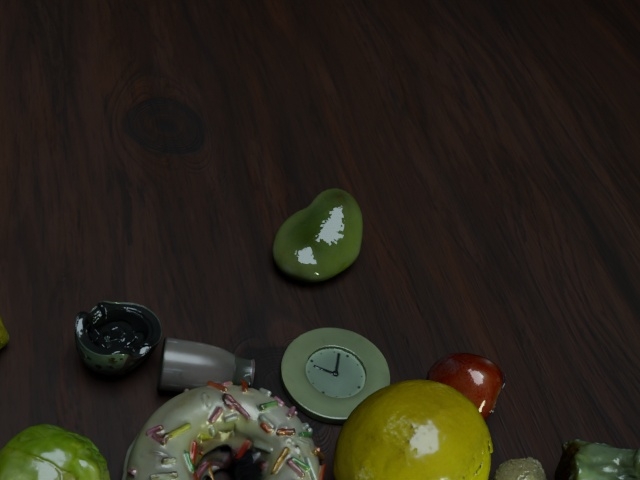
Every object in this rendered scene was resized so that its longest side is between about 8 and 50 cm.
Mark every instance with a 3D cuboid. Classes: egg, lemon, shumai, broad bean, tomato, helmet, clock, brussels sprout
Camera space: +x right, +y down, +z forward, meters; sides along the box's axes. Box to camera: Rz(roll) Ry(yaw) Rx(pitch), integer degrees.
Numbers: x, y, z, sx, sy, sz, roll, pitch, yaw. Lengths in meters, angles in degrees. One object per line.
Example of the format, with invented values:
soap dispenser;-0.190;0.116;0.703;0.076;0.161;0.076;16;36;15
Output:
egg;0.386;0.479;1.707;0.118;0.140;0.116;-38;79;7
lemon;0.171;0.397;1.617;0.297;0.297;0.297;8;45;-8
shumai;0.597;0.488;1.641;0.323;0.397;0.324;5;68;20
broad bean;0.000;0.000;2.086;0.189;0.121;0.263;36;63;12
tomato;0.296;0.302;1.832;0.167;0.167;0.167;8;45;-8
helmet;-0.409;0.206;1.762;0.153;0.107;0.177;35;28;22
clock;0.031;0.284;1.866;0.235;0.029;0.235;7;46;-7
brussels sprout;-0.466;0.418;1.494;0.223;0.161;0.223;3;45;-3

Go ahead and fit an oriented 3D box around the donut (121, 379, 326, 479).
donut;-0.166;0.419;1.597;0.383;0.142;0.382;9;46;-9

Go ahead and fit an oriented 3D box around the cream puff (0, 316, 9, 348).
cream puff;-0.678;0.173;1.707;0.146;0.116;0.146;8;49;-9

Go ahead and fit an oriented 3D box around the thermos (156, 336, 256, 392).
thermos;-0.225;0.251;1.780;0.193;0.105;0.137;8;13;-12
